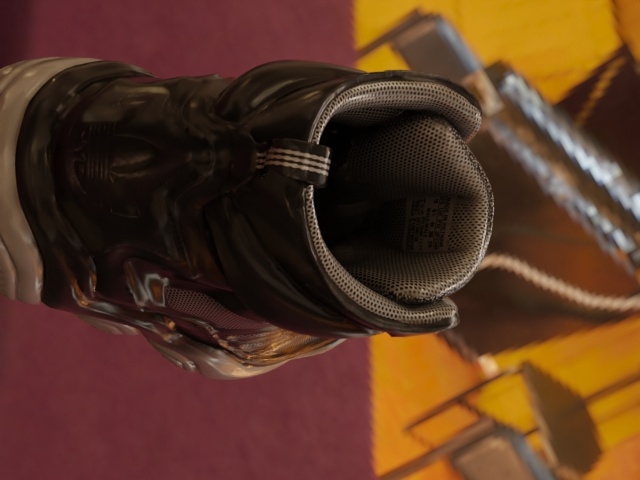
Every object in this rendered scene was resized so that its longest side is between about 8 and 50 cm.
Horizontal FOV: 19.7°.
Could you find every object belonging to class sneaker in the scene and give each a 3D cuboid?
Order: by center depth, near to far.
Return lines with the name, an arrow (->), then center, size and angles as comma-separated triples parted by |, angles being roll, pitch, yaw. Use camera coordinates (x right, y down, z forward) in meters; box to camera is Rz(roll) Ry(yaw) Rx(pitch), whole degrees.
sneaker -> 0.000, 0.000, 0.674 | 0.268, 0.153, 0.101 | 20, 74, -62
